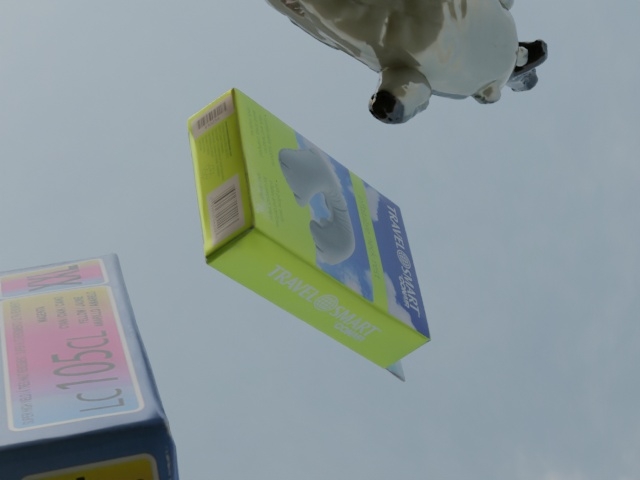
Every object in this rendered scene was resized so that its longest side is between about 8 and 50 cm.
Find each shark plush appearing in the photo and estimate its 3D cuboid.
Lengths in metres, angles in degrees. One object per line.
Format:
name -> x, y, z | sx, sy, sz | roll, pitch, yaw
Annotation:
shark plush -> 0.043, -0.088, 0.680 | 0.067, 0.161, 0.073 | 17, -75, 35

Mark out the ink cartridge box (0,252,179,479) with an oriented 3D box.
ink cartridge box -> -0.268, 0.137, 0.834 | 0.395, 0.270, 0.151 | -11, -73, -9

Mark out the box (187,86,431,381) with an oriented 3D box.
box -> 0.000, 0.000, 1.024 | 0.042, 0.178, 0.109 | -33, -134, 25
